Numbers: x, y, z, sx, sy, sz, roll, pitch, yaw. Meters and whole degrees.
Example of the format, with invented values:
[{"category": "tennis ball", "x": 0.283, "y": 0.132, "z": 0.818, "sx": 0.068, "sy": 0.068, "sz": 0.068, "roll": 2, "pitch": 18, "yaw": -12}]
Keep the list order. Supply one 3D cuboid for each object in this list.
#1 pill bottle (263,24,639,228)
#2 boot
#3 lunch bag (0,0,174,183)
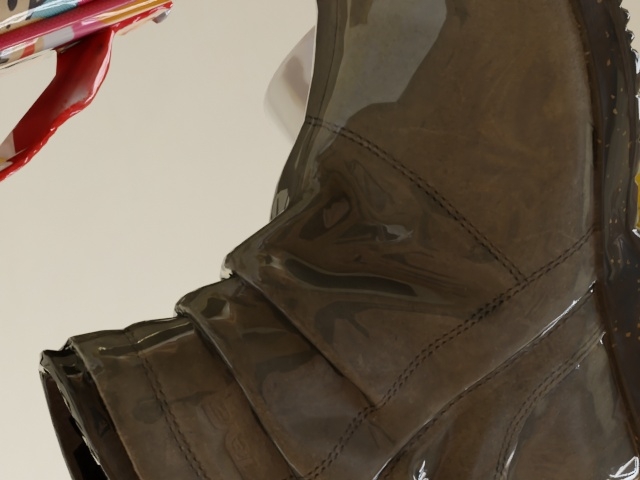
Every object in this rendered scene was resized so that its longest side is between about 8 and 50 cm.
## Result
[{"category": "pill bottle", "x": 0.123, "y": 0.022, "z": 0.949, "sx": 0.188, "sy": 0.188, "sz": 0.334, "roll": -38, "pitch": -103, "yaw": 4}, {"category": "boot", "x": 0.000, "y": 0.000, "z": 0.473, "sx": 0.161, "sy": 0.083, "sz": 0.247, "roll": -30, "pitch": -66, "yaw": -16}, {"category": "lunch bag", "x": -0.150, "y": -0.139, "z": 0.635, "sx": 0.293, "sy": 0.120, "sz": 0.258, "roll": -23, "pitch": -81, "yaw": -38}]
